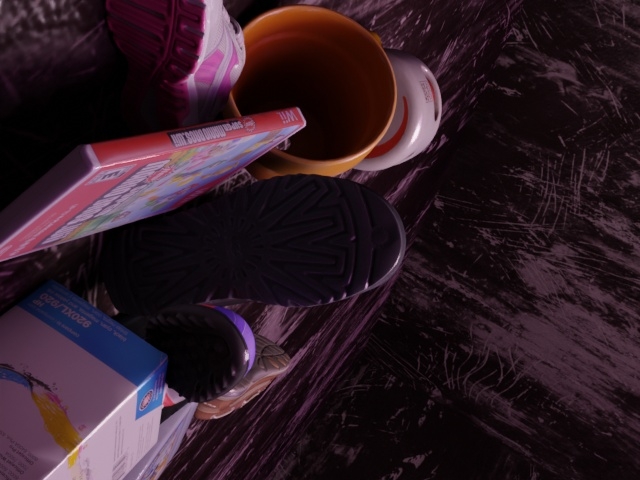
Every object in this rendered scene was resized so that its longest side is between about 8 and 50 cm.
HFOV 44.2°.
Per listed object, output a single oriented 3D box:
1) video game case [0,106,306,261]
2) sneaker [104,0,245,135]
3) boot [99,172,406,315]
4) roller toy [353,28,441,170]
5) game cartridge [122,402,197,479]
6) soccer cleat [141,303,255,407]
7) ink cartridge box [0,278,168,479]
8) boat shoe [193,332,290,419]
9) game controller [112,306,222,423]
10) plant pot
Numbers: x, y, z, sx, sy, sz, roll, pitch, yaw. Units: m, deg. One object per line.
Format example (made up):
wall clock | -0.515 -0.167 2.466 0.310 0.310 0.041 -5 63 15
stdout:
video game case | -0.165 -0.055 0.739 0.204 0.025 0.285 -29 178 36
sneaker | -0.127 -0.190 0.742 0.111 0.103 0.252 -52 174 -31
boot | -0.024 0.010 1.077 0.445 0.367 0.146 4 81 -72
roller toy | 0.091 -0.214 1.268 0.209 0.191 0.146 -64 165 22
game cartridge | -0.278 0.346 1.195 0.198 0.062 0.297 -59 178 41
soccer cleat | -0.139 0.124 0.889 0.116 0.109 0.318 -24 175 -35
ink cartridge box | -0.297 0.196 0.799 0.233 0.168 0.171 -46 161 -44
boat shoe | -0.170 0.276 1.606 0.116 0.123 0.324 -55 162 18
game controller | -0.224 0.165 1.133 0.319 0.067 0.167 -31 107 -65
plant pot | -0.031 -0.156 0.988 0.205 0.205 0.188 -53 -179 -22
